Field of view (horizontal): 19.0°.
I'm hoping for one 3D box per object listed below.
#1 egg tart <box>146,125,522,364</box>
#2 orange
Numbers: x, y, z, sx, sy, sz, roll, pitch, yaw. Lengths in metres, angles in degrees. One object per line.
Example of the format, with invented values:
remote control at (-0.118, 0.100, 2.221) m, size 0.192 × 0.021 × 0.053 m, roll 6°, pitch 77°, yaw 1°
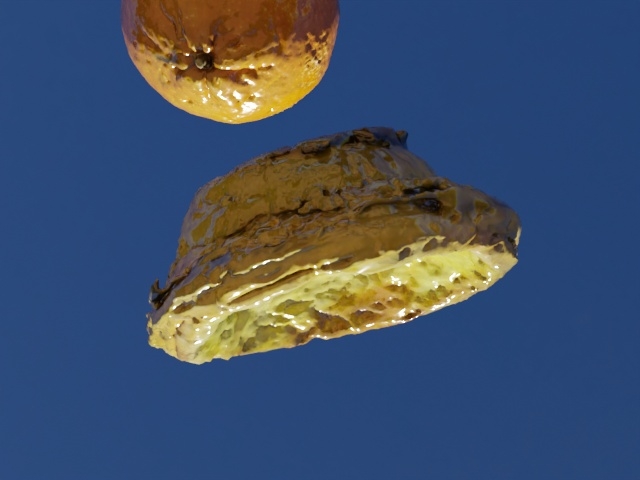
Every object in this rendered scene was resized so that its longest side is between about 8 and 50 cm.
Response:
egg tart at (0.000, 0.000, 1.340) m, size 0.294 × 0.294 × 0.123 m, roll -19°, pitch -102°, yaw 20°
orange at (-0.057, -0.133, 1.139) m, size 0.136 × 0.117 × 0.135 m, roll 12°, pitch -66°, yaw 27°
